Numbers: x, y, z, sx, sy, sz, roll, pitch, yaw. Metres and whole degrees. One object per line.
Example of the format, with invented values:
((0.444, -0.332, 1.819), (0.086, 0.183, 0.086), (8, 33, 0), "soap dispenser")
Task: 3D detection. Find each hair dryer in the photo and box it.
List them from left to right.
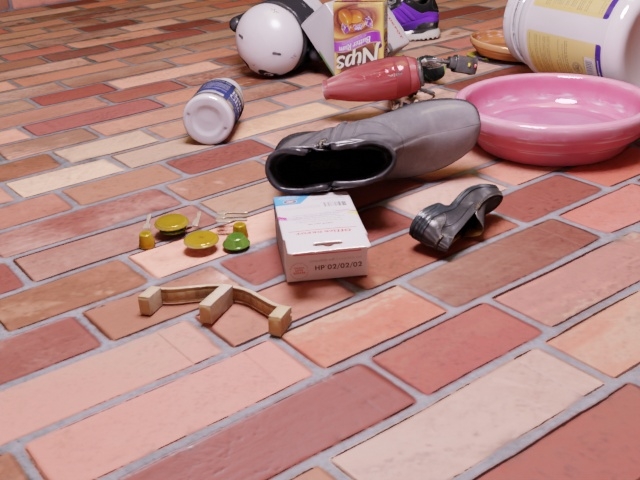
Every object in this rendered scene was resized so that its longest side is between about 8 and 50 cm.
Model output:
((0.139, -0.293, 1.633), (0.294, 0.080, 0.224), (-4, -9, -27), "hair dryer")

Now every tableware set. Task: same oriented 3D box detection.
((-0.172, -0.007, 1.162), (0.154, 0.024, 0.104), (-2, 29, 0), "tableware set")

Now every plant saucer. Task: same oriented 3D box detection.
((0.452, -0.460, 2.002), (0.200, 0.037, 0.200), (4, 27, -2), "plant saucer")
((0.395, -0.207, 1.443), (0.332, 0.084, 0.332), (-2, 26, 1), "plant saucer")

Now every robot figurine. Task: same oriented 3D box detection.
((-0.083, -0.485, 1.985), (0.209, 0.173, 0.278), (-16, 16, 33), "robot figurine")

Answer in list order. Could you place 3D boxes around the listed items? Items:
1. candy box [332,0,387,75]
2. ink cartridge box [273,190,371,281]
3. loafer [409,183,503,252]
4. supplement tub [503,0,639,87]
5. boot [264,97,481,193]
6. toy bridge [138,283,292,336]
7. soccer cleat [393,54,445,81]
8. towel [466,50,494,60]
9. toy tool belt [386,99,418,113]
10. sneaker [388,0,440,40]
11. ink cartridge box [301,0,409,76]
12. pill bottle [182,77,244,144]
((0.086, -0.413, 1.788), (0.109, 0.186, 0.053), (4, 23, 16), "candy box")
((0.000, 0.000, 1.076), (0.104, 0.061, 0.181), (-5, 25, -6), "ink cartridge box")
((0.194, -0.026, 1.130), (0.170, 0.062, 0.061), (-27, 56, -34), "loafer")
((0.554, -0.426, 1.703), (0.241, 0.241, 0.331), (-16, 29, -25), "supplement tub")
((0.091, -0.125, 1.224), (0.338, 0.118, 0.222), (-16, 10, 0), "boot")
((-0.120, 0.073, 0.980), (0.188, 0.026, 0.063), (7, 25, 20), "toy bridge")
((0.201, -0.374, 1.856), (0.072, 0.060, 0.179), (-29, 28, -26), "soccer cleat")
((0.396, -0.444, 2.026), (0.060, 0.009, 0.083), (-15, 28, -25), "towel")
((0.154, -0.245, 1.587), (0.083, 0.051, 0.052), (20, 34, 41), "toy tool belt")
((0.171, -0.595, 2.209), (0.293, 0.146, 0.102), (-9, 26, -13), "sneaker")
((0.084, -0.473, 1.934), (0.093, 0.160, 0.219), (-32, 2, 41), "ink cartridge box")
((-0.195, -0.251, 1.588), (0.094, 0.094, 0.169), (0, 26, 6), "pill bottle")
